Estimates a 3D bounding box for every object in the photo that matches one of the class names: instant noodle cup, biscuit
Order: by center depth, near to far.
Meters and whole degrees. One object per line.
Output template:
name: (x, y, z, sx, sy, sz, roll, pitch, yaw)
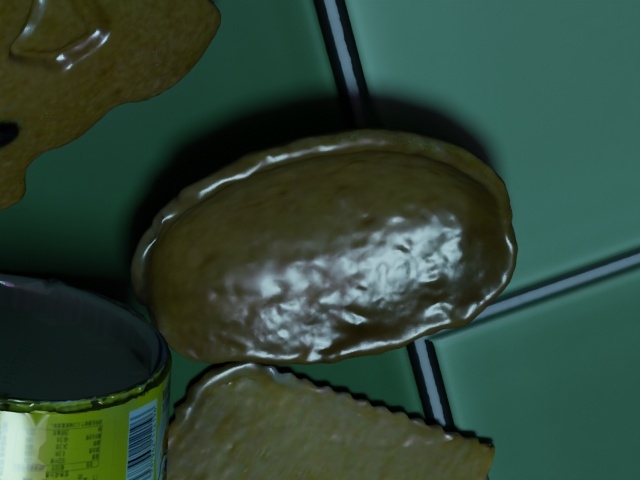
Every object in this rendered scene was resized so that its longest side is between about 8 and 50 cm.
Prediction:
biscuit: (-0.169, -0.119, 0.802, 0.278, 0.043, 0.301, -24, 139, -21)
instant noodle cup: (-0.159, 0.113, 0.926, 0.205, 0.205, 0.153, 4, 112, -18)
biscuit: (-0.017, 0.189, 1.111, 0.232, 0.013, 0.237, 21, 112, -25)

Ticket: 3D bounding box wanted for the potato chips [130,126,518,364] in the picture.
potato chips: (0.000, 0.000, 0.985, 0.202, 0.049, 0.150, -18, 126, -8)
